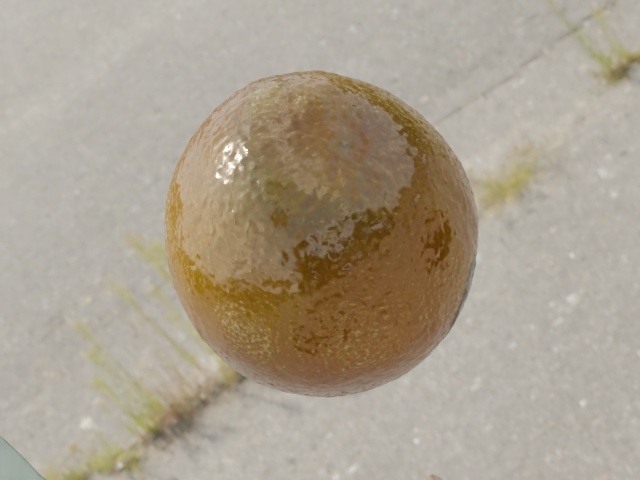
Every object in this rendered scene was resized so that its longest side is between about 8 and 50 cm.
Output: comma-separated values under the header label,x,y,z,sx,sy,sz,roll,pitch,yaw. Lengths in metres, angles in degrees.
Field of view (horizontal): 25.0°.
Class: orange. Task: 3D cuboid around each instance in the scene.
label,x,y,z,sx,sy,sz,roll,pitch,yaw
orange,0.000,0.000,0.873,0.206,0.206,0.206,-25,32,17

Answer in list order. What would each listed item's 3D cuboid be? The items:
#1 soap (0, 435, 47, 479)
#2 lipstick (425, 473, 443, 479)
label,x,y,z,sx,sy,sz,roll,pitch,yaw
soap,-0.071,0.192,0.367,0.087,0.160,0.265,-30,35,4
lipstick,0.085,0.143,0.504,0.045,0.145,0.045,-52,-4,-5
